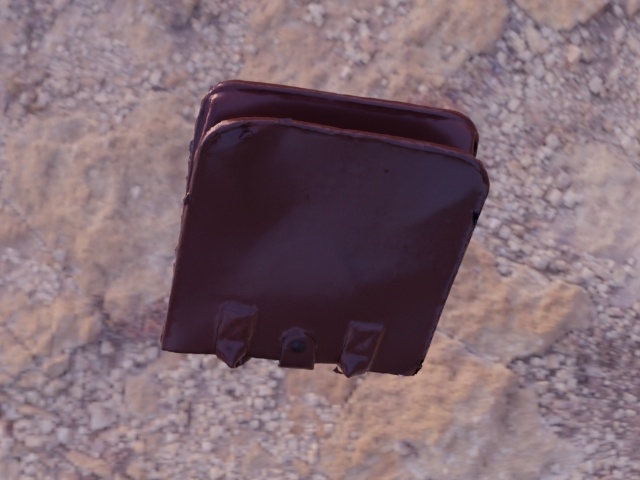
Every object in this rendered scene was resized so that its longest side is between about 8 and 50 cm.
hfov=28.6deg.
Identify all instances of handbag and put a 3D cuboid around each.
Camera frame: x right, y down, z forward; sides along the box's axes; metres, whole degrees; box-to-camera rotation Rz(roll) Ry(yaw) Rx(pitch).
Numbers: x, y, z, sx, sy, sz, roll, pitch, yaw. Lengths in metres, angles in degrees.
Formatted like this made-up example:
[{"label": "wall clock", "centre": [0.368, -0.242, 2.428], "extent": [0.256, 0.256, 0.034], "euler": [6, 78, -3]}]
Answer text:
[{"label": "handbag", "centre": [0.000, 0.001, 1.118], "extent": [0.084, 0.260, 0.275], "euler": [-98, 19, -52]}]

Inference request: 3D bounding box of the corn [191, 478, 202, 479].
[{"label": "corn", "centre": [-0.203, 0.429, 1.596], "extent": [0.086, 0.086, 0.288], "euler": [36, 102, 27]}]
